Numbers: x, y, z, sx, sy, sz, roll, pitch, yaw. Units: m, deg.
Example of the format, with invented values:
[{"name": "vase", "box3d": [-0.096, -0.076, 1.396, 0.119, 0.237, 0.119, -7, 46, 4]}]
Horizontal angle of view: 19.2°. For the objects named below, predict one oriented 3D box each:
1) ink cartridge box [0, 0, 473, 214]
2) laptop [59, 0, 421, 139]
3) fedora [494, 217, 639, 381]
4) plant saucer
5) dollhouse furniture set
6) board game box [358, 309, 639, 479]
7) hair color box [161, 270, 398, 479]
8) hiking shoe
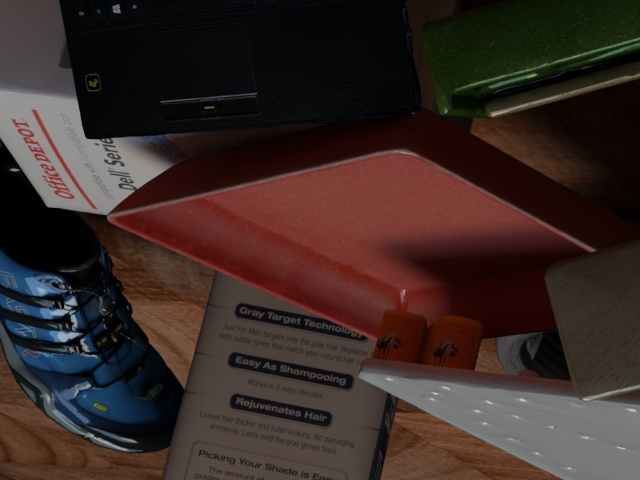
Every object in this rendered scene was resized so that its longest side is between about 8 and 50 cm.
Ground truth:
[{"name": "ink cartridge box", "box3d": [-0.089, -0.092, 1.213, 0.353, 0.119, 0.207, 9, 161, 11]}, {"name": "laptop", "box3d": [-0.097, -0.173, 0.958, 0.234, 0.264, 0.136, -1, -167, 37]}, {"name": "fedora", "box3d": [0.266, 0.070, 1.439, 0.275, 0.124, 0.244, 31, 153, -23]}, {"name": "plant saucer", "box3d": [0.050, -0.006, 1.124, 0.258, 0.047, 0.259, 25, 157, -37]}, {"name": "dollhouse furniture set", "box3d": [0.183, -0.024, 0.937, 0.151, 0.197, 0.301, -16, 177, 19]}, {"name": "board game box", "box3d": [0.285, 0.135, 1.198, 0.390, 0.050, 0.390, 3, 162, 41]}, {"name": "hair color box", "box3d": [-0.033, 0.179, 1.603, 0.174, 0.347, 0.105, 11, 161, 9]}, {"name": "hiking shoe", "box3d": [-0.214, 0.058, 1.592, 0.304, 0.113, 0.132, 49, 147, -10]}]
